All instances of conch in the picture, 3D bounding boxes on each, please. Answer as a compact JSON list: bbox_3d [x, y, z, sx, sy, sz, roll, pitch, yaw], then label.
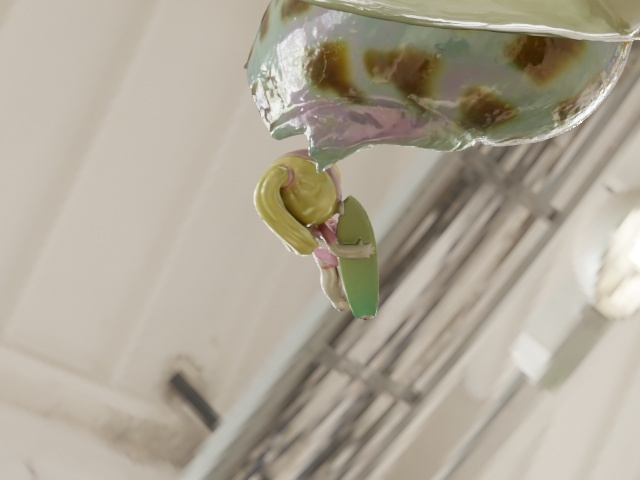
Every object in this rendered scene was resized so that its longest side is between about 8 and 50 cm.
[{"bbox_3d":[0.113,-0.182,1.411,0.368,0.249,0.197,-38,-33,-53],"label":"conch"}]

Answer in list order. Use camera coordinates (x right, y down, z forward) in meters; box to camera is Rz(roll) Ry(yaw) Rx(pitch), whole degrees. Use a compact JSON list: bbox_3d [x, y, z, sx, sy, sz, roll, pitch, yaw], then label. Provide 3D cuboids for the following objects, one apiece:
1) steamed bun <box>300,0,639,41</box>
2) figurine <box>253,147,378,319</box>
[{"bbox_3d":[0.109,-0.340,0.977,0.290,0.371,0.456,31,-102,-45],"label":"steamed bun"},{"bbox_3d":[0.000,0.000,1.537,0.083,0.083,0.187,-36,-47,-16],"label":"figurine"}]
